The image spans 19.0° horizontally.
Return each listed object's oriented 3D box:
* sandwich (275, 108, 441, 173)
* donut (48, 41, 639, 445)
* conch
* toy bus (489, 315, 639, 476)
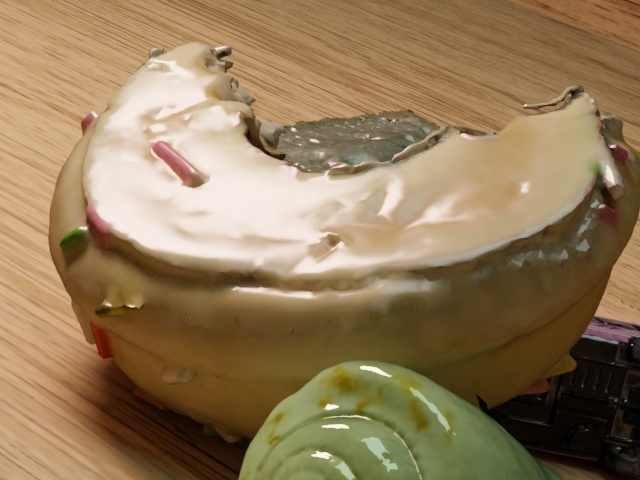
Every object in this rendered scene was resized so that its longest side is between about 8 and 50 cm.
[{"bbox_3d":[0.022,-0.024,1.505,0.301,0.099,0.271,-5,20,-36],"label":"sandwich"},{"bbox_3d":[0.005,0.005,1.195,0.371,0.150,0.307,10,37,20],"label":"donut"},{"bbox_3d":[0.066,0.152,1.017,0.143,0.137,0.251,-6,-25,45],"label":"conch"},{"bbox_3d":[0.157,0.093,1.317,0.199,0.096,0.108,12,11,-4],"label":"toy bus"}]
